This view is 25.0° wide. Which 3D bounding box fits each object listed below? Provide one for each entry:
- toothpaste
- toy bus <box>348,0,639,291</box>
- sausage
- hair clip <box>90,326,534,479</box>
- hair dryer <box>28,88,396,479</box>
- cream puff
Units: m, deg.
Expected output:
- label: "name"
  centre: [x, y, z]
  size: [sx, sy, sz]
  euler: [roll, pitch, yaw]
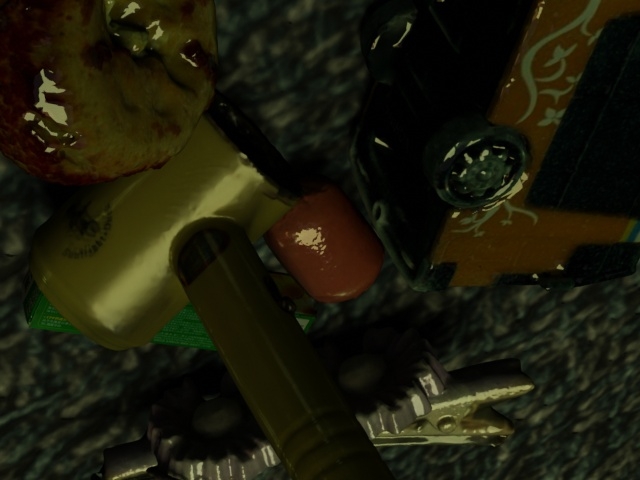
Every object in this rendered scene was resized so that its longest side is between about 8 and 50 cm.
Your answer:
- label: "toothpaste"
  centre: [-0.090, 0.037, 0.880]
  size: [0.178, 0.037, 0.043]
  euler: [10, 132, -28]
- label: "toy bus"
  centre: [0.126, -0.110, 0.745]
  size: [0.167, 0.138, 0.275]
  euler: [1, 130, -24]
- label: "sausage"
  centre: [0.000, 0.000, 0.859]
  size: [0.054, 0.059, 0.094]
  euler: [-44, 134, -7]
- label: "hair clip"
  centre: [-0.008, 0.118, 0.942]
  size: [0.292, 0.106, 0.085]
  euler: [-10, 123, -6]
- label: "hair dryer"
  centre: [-0.047, 0.046, 0.715]
  size: [0.135, 0.279, 0.090]
  euler: [-42, 137, 9]
- label: "cream puff"
  centre: [-0.112, -0.095, 0.680]
  size: [0.084, 0.149, 0.149]
  euler: [5, 149, 33]
